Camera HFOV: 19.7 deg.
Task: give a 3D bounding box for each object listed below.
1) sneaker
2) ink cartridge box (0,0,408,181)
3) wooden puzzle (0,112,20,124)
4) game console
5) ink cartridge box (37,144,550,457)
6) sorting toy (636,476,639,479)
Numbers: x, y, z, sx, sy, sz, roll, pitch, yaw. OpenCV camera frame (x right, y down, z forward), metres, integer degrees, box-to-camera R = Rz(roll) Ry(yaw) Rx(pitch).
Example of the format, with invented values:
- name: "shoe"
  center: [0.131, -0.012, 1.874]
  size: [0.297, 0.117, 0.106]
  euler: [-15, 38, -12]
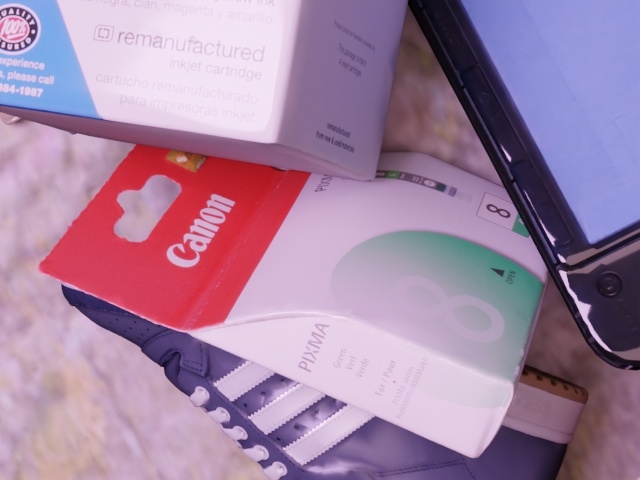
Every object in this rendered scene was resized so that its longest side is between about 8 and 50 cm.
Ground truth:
- name: "sneaker"
  center: [-0.017, 0.104, 0.951]
  size: [0.282, 0.099, 0.153]
  euler: [18, 92, 0]
- name: "ink cartridge box"
  center: [-0.053, -0.161, 0.868]
  size: [0.171, 0.168, 0.233]
  euler: [9, 89, 18]
- name: "wooden puzzle"
  center: [-0.157, -0.109, 0.993]
  size: [0.116, 0.014, 0.079]
  euler: [-22, 87, 5]
- name: "game console"
  center: [0.180, -0.128, 0.848]
  size: [0.250, 0.173, 0.293]
  euler: [-26, 72, 0]
- name: "ink cartridge box"
  center: [0.000, 0.000, 0.903]
  size: [0.224, 0.181, 0.056]
  euler: [25, 121, 2]
- name: "sorting toy"
  center: [0.142, 0.184, 0.875]
  size: [0.257, 0.255, 0.089]
  euler: [-39, 74, 5]
